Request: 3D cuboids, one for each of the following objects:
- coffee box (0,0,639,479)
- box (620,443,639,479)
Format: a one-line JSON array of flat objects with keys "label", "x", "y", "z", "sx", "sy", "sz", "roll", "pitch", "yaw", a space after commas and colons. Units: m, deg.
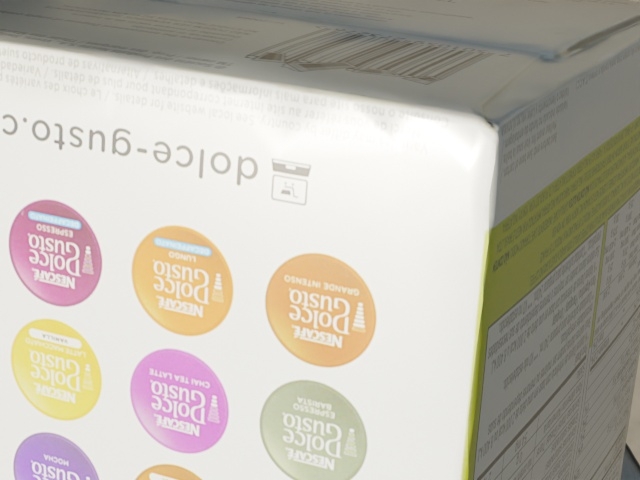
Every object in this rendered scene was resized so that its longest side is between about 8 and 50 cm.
[{"label": "coffee box", "x": -0.020, "y": 0.035, "z": 0.812, "sx": 0.338, "sy": 0.338, "sz": 0.334, "roll": 12, "pitch": 111, "yaw": 23}, {"label": "box", "x": 0.088, "y": 0.214, "z": 1.246, "sx": 0.294, "sy": 0.212, "sz": 0.395, "roll": -23, "pitch": 69, "yaw": -12}]
